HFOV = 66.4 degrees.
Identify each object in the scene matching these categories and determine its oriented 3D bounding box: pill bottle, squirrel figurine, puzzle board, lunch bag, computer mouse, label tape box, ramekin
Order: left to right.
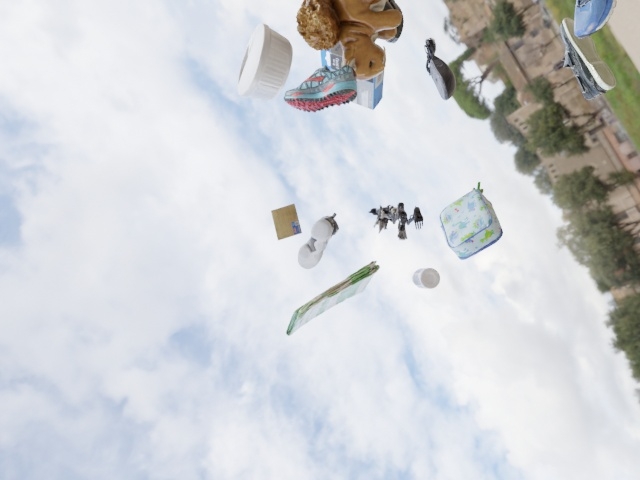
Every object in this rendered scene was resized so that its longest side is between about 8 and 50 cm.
[{"bbox_3d":[-0.203,-0.648,1.811,0.127,0.273,0.273,13,-127,-26],"label":"ramekin"},{"bbox_3d":[-0.129,-0.070,1.854,0.011,0.096,0.128,65,-171,-68],"label":"puzzle board"},{"bbox_3d":[0.099,-0.798,1.833,0.396,0.371,0.281,4,-167,-8],"label":"squirrel figurine"},{"bbox_3d":[0.126,-0.795,2.317,0.347,0.249,0.115,24,-118,18],"label":"label tape box"},{"bbox_3d":[0.389,0.141,1.820,0.078,0.078,0.137,59,174,1],"label":"pill bottle"},{"bbox_3d":[0.521,-0.721,2.089,0.188,0.072,0.273,64,-170,-63],"label":"computer mouse"},{"bbox_3d":[0.482,-0.052,1.586,0.090,0.176,0.219,40,-152,-27],"label":"lunch bag"}]

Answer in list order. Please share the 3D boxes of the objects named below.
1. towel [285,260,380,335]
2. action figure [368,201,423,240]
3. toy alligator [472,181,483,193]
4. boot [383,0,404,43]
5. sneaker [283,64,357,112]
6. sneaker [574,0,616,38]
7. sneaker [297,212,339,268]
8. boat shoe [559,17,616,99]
[{"bbox_3d":[0.039,0.197,1.609,0.324,0.248,0.038,-30,-107,-22],"label":"towel"},{"bbox_3d":[0.291,-0.078,1.963,0.163,0.275,0.141,11,-94,-17],"label":"action figure"},{"bbox_3d":[0.848,-0.225,2.663,0.056,0.190,0.051,9,-156,5],"label":"toy alligator"},{"bbox_3d":[0.198,-1.019,2.143,0.259,0.131,0.348,-5,-115,-27],"label":"boot"},{"bbox_3d":[0.003,-0.490,1.564,0.104,0.261,0.125,26,-114,-59],"label":"sneaker"},{"bbox_3d":[0.790,-0.775,1.460,0.147,0.129,0.331,2,-85,-17],"label":"sneaker"},{"bbox_3d":[0.000,0.000,2.072,0.101,0.269,0.153,34,-144,9],"label":"sneaker"},{"bbox_3d":[0.968,-0.675,1.830,0.127,0.113,0.340,-12,-110,-28],"label":"boat shoe"}]
